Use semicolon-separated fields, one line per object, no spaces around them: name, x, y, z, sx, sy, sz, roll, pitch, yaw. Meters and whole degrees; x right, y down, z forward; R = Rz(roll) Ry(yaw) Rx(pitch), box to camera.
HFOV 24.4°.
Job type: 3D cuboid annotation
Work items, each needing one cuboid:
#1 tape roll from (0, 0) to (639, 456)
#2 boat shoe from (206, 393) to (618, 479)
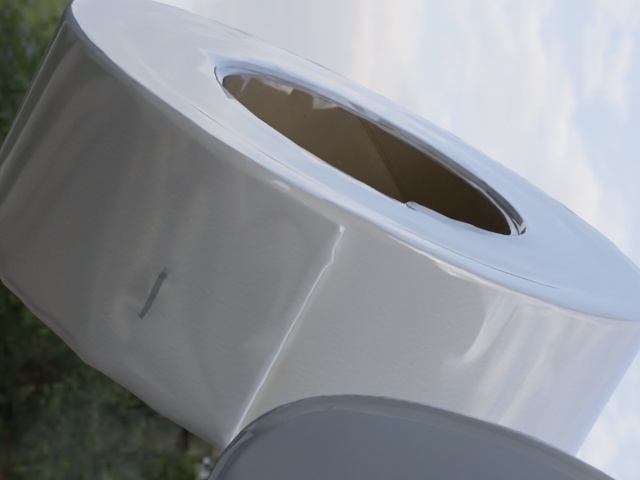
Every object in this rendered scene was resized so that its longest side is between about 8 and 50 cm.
tape roll;0.000;0.000;0.642;0.100;0.286;0.286;-61;-158;15
boat shoe;0.109;0.135;0.378;0.113;0.306;0.105;-65;172;2
